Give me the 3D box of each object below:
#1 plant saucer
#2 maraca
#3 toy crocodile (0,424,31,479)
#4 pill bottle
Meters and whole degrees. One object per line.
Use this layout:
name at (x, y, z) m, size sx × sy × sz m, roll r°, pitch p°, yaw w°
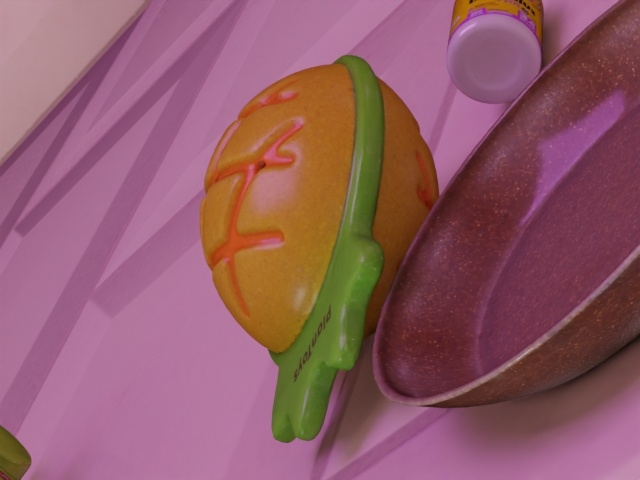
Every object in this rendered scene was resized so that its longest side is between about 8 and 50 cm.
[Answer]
plant saucer at (0.095, -0.016, 0.616) m, size 0.198 × 0.036 × 0.198 m, roll -48°, pitch 14°, yaw 17°
maraca at (0.000, 0.000, 0.751) m, size 0.185 × 0.099 × 0.127 m, roll -92°, pitch 19°, yaw -49°
toy crocodile at (-0.198, 0.168, 0.975) m, size 0.115 × 0.105 × 0.340 m, roll -53°, pitch 10°, yaw -3°
pill bottle at (0.083, -0.100, 0.843) m, size 0.043 × 0.043 × 0.083 m, roll -44°, pitch 16°, yaw 27°
